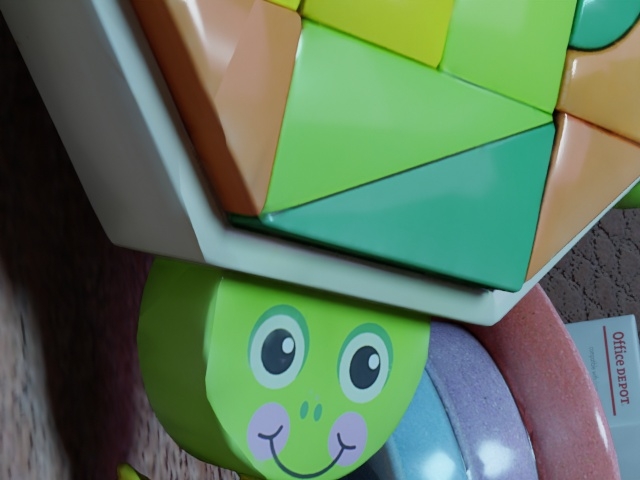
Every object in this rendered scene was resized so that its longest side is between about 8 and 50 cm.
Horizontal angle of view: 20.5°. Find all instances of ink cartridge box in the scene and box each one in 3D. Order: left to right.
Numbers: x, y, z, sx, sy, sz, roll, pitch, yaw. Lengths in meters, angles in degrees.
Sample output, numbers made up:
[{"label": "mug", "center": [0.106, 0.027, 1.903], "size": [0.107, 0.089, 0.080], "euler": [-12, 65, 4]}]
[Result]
[{"label": "ink cartridge box", "center": [0.151, 0.106, 1.103], "size": [0.104, 0.180, 0.060], "euler": [-86, 164, -53]}]

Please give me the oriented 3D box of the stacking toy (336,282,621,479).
[{"label": "stacking toy", "center": [0.000, 0.000, 0.722], "size": [0.279, 0.130, 0.309], "euler": [-146, -135, -67]}]

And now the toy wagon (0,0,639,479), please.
[{"label": "toy wagon", "center": [0.019, -0.078, 0.468], "size": [0.267, 0.068, 0.344], "euler": [15, 86, -44]}]
